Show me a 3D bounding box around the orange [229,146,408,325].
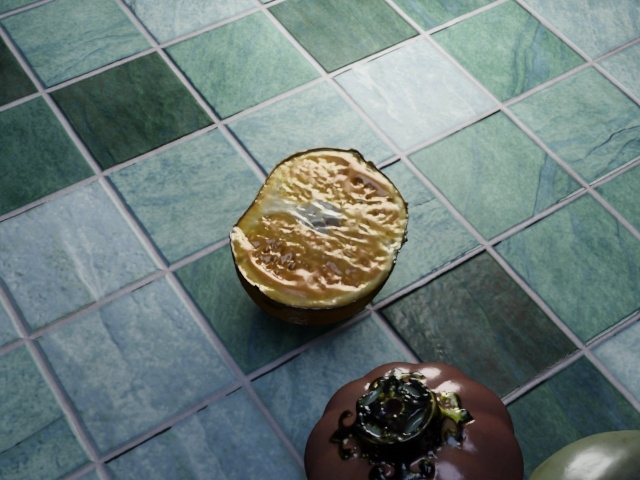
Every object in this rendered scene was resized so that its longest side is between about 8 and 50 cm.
[{"bbox_3d":[-0.004,0.001,1.485,0.274,0.274,0.310,12,19,6],"label":"orange"}]

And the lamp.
[{"bbox_3d":[0.120,0.291,1.263,0.305,0.240,0.305,-10,42,9],"label":"lamp"}]

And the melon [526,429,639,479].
[{"bbox_3d":[0.391,0.380,1.222,0.308,0.272,0.272,-17,56,-8],"label":"melon"}]
